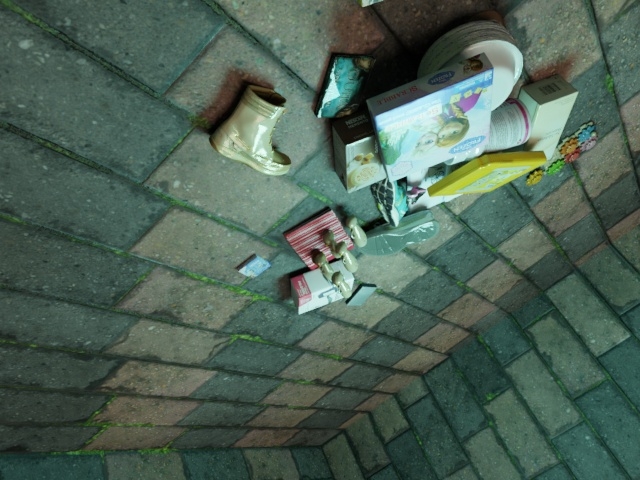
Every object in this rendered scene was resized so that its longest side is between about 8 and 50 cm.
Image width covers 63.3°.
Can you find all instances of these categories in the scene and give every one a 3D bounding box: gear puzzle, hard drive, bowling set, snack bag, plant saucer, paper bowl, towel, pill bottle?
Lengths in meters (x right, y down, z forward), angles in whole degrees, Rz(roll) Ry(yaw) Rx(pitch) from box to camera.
[{"bbox_3d":[0.999,-0.340,2.155,0.338,0.044,0.175,-39,144,15],"label":"gear puzzle"},{"bbox_3d":[0.187,0.249,2.378,0.094,0.022,0.135,6,133,-40],"label":"hard drive"},{"bbox_3d":[0.034,0.055,1.845,0.199,0.287,0.154,-1,145,26],"label":"bowling set"},{"bbox_3d":[0.466,-0.241,1.926,0.342,0.037,0.323,-24,146,-6],"label":"snack bag"},{"bbox_3d":[0.460,-0.575,1.497,0.168,0.029,0.169,-19,144,-14],"label":"plant saucer"},{"bbox_3d":[0.430,-0.460,1.477,0.283,0.148,0.284,-11,152,-6],"label":"paper bowl"},{"bbox_3d":[0.000,0.000,1.923,0.198,0.031,0.275,-29,144,4],"label":"towel"},{"bbox_3d":[0.530,-0.355,1.711,0.282,0.160,0.160,-20,145,-11],"label":"pill bottle"}]

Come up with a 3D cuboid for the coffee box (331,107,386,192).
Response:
[{"bbox_3d":[0.121,-0.269,1.574,0.141,0.098,0.247,-23,153,-8],"label":"coffee box"}]

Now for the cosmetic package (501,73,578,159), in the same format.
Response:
[{"bbox_3d":[0.771,-0.413,1.847,0.160,0.113,0.310,-22,144,-10],"label":"cosmetic package"}]

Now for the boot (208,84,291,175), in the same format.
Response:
[{"bbox_3d":[-0.141,-0.292,1.396,0.261,0.095,0.203,18,124,-41],"label":"boot"}]

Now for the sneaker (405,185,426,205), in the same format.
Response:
[{"bbox_3d":[0.339,-0.158,1.860,0.119,0.047,0.057,-25,129,-46],"label":"sneaker"}]

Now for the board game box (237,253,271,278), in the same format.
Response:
[{"bbox_3d":[-0.241,0.095,1.888,0.090,0.020,0.090,-37,143,13],"label":"board game box"}]

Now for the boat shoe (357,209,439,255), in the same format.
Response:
[{"bbox_3d":[0.292,-0.032,2.005,0.320,0.103,0.118,-20,130,7],"label":"boat shoe"}]

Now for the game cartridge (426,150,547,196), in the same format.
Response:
[{"bbox_3d":[0.584,-0.231,1.833,0.323,0.053,0.285,-11,168,-32],"label":"game cartridge"}]

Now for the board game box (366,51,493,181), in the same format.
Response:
[{"bbox_3d":[0.307,-0.321,1.427,0.318,0.066,0.318,-21,151,6],"label":"board game box"}]

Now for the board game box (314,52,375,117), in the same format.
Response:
[{"bbox_3d":[0.064,-0.421,1.425,0.126,0.026,0.186,-7,141,-27],"label":"board game box"}]

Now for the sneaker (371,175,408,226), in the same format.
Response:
[{"bbox_3d":[0.257,-0.161,1.857,0.110,0.107,0.275,-45,151,-11],"label":"sneaker"}]

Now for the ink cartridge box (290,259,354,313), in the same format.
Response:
[{"bbox_3d":[0.005,0.186,2.086,0.237,0.100,0.172,-19,154,-13],"label":"ink cartridge box"}]

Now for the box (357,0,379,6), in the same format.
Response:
[{"bbox_3d":[0.189,-0.630,1.213,0.232,0.058,0.087,-23,145,-8],"label":"box"}]
